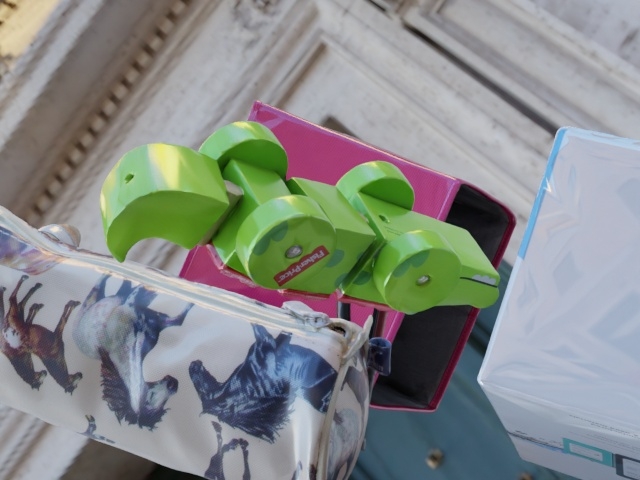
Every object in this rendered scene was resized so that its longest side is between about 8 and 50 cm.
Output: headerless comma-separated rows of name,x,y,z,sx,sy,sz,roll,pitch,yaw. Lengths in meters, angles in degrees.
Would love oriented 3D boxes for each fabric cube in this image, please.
fabric cube,0.033,0.024,1.357,0.259,0.258,0.254,-67,-25,1

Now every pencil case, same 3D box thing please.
pencil case,-0.151,0.090,1.048,0.160,0.410,0.183,-30,-44,-71

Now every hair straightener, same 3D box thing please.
hair straightener,0.011,0.120,1.143,0.089,0.047,0.230,8,-68,-2

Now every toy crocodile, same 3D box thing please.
toy crocodile,0.000,0.000,0.885,0.341,0.115,0.105,13,-58,-41

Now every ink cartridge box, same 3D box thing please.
ink cartridge box,0.254,0.076,0.900,0.270,0.197,0.198,53,-126,-65

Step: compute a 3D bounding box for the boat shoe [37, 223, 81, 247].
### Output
boat shoe,-0.484,0.082,1.901,0.302,0.113,0.103,-36,4,26
